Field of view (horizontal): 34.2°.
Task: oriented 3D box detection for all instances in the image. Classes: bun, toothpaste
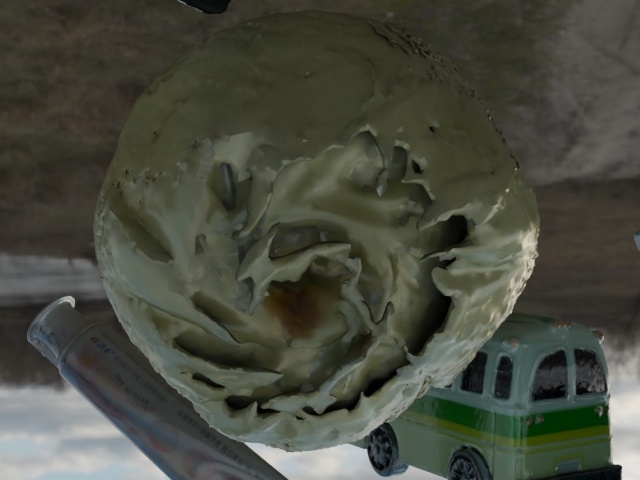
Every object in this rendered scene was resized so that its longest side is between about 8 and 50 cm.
[{"bbox_3d":[0.000,0.000,0.577,0.259,0.260,0.152,-1,-162,-3],"label":"bun"},{"bbox_3d":[-0.139,0.172,0.958,0.323,0.100,0.066,39,-154,15],"label":"toothpaste"}]

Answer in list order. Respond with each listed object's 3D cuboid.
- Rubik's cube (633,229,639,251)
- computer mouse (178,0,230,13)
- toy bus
[{"bbox_3d":[0.291,0.014,0.787,0.075,0.073,0.084,-22,-170,-17],"label":"Rubik's cube"},{"bbox_3d":[-0.101,-0.245,0.562,0.100,0.269,0.170,-29,131,30],"label":"computer mouse"},{"bbox_3d":[0.134,0.141,0.961,0.133,0.165,0.276,0,-177,-33],"label":"toy bus"}]
